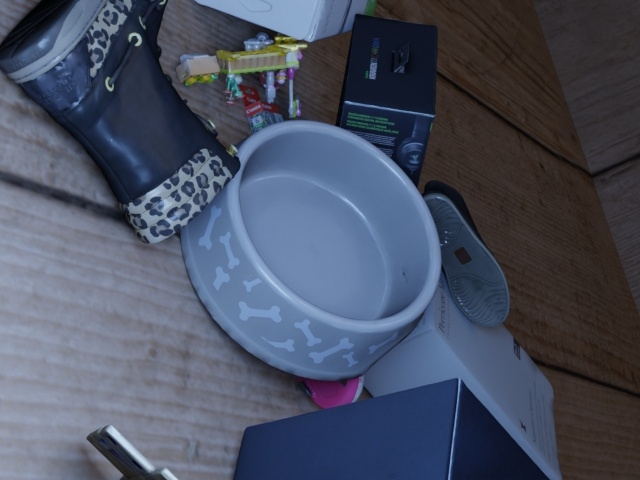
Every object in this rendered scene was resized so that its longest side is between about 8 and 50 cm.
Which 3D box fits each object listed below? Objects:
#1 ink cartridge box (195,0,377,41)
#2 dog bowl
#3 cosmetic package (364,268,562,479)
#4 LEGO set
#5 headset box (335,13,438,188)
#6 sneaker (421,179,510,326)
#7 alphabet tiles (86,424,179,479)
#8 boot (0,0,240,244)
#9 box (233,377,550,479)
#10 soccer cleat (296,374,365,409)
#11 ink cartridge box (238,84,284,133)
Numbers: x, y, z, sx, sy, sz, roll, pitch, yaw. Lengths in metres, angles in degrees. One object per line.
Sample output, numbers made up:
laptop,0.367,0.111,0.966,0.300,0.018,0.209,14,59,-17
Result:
ink cartridge box,-0.042,-0.387,2.205,0.273,0.198,0.114,-33,142,-67
dog bowl,0.000,0.000,1.872,0.349,0.102,0.348,17,51,-23
cosmetic package,0.203,0.205,2.242,0.385,0.156,0.217,50,26,-33
LEGO set,-0.088,-0.222,2.085,0.287,0.132,0.107,-35,128,-64
headset box,0.087,-0.164,2.192,0.246,0.131,0.283,-82,-178,-52
sneaker,0.215,0.013,2.167,0.222,0.083,0.118,62,17,-13
alphabet tiles,-0.086,0.296,1.393,0.342,0.011,0.285,45,-18,-3
boot,-0.204,-0.192,1.758,0.284,0.138,0.377,57,28,-19
box,0.096,0.327,1.692,0.294,0.296,0.182,48,38,-38
soccer cleat,0.005,0.064,1.987,0.143,0.116,0.331,0,67,-54
ink cartridge box,-0.079,-0.176,2.156,0.063,0.029,0.115,5,64,-64
